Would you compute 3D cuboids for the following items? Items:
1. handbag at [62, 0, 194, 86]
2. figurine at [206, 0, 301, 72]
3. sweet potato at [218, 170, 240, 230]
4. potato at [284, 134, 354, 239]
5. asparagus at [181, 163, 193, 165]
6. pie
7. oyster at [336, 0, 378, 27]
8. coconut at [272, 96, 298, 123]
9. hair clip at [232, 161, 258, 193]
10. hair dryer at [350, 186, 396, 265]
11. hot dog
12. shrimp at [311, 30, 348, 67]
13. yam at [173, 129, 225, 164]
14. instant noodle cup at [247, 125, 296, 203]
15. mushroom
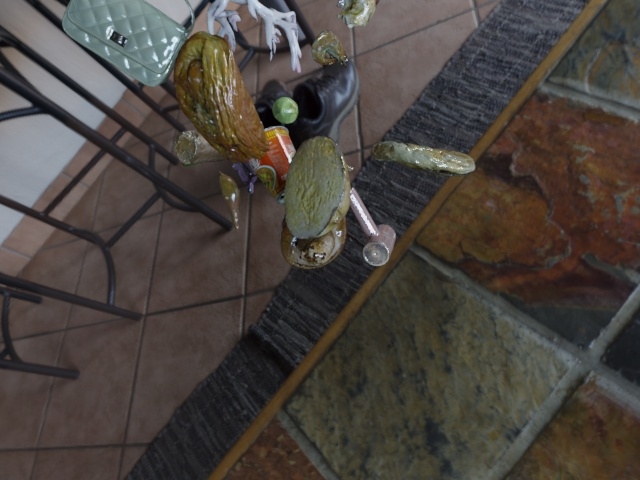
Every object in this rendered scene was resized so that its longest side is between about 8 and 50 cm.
[{"bbox_3d":[-0.412,-0.489,0.964,0.219,0.256,0.079,-53,18,22],"label":"handbag"},{"bbox_3d":[-0.112,-0.524,0.885,0.207,0.284,0.315,27,87,14],"label":"figurine"},{"bbox_3d":[-0.316,-0.146,1.587,0.068,0.068,0.226,-10,102,24],"label":"sweet potato"},{"bbox_3d":[0.012,-0.143,1.253,0.239,0.116,0.298,-7,79,48],"label":"potato"},{"bbox_3d":[-0.533,-0.323,1.842,0.127,0.015,0.018,1,68,30],"label":"asparagus"},{"bbox_3d":[0.311,-0.255,1.350,0.339,0.339,0.077,21,109,34],"label":"pie"},{"bbox_3d":[0.115,-0.795,1.282,0.275,0.271,0.100,-45,18,-15],"label":"oyster"},{"bbox_3d":[-0.116,-0.433,1.463,0.088,0.087,0.096,-21,15,18],"label":"coconut"},{"bbox_3d":[-0.287,-0.288,1.648,0.187,0.056,0.146,47,134,13],"label":"hair clip"},{"bbox_3d":[0.171,-0.088,1.650,0.107,0.344,0.189,-22,16,26],"label":"hair dryer"},{"bbox_3d":[-0.206,-0.281,0.911,0.196,0.272,0.122,33,67,33],"label":"hot dog"},{"bbox_3d":[0.034,-0.589,1.388,0.041,0.180,0.099,46,106,29],"label":"shrimp"},{"bbox_3d":[-0.451,-0.360,1.691,0.128,0.238,0.129,-16,99,26],"label":"yam"},{"bbox_3d":[-0.142,-0.244,1.484,0.193,0.193,0.212,-32,79,11],"label":"instant noodle cup"},{"bbox_3d":[-0.011,-0.005,1.500,0.267,0.267,0.254,-30,63,12],"label":"mushroom"}]
